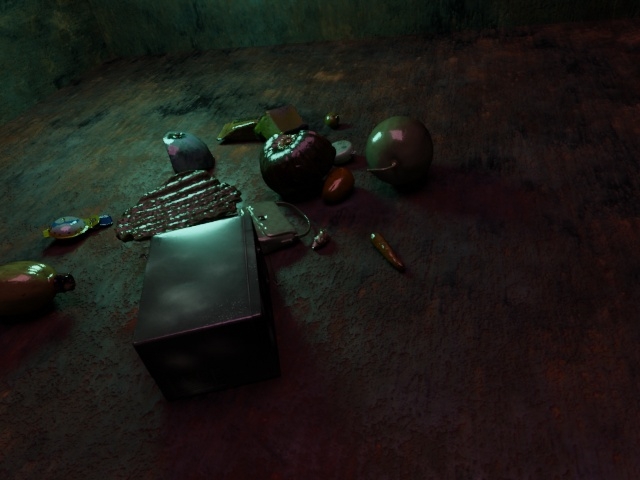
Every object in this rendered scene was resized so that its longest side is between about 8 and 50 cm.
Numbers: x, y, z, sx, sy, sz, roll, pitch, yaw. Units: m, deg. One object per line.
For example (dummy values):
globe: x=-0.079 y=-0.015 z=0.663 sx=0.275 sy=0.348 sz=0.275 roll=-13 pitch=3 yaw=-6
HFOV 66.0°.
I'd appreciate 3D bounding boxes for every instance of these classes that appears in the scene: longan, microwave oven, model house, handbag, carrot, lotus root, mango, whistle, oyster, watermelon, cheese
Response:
longan: x=0.060 y=-0.577 z=2.353 sx=0.075 sy=0.075 sz=0.083 roll=-42 pitch=13 yaw=-34
microwave oven: x=-0.307 y=0.167 z=1.356 sx=0.375 sy=0.236 sz=0.432 roll=-12 pitch=37 yaw=-2
model house: x=-0.158 y=-0.476 z=2.236 sx=0.194 sy=0.170 sz=0.211 roll=-30 pitch=83 yaw=-43
handbag: x=-0.157 y=-0.065 z=1.754 sx=0.219 sy=0.079 sz=0.256 roll=-19 pitch=40 yaw=-17
carrot: x=0.212 y=0.034 z=1.565 sx=0.047 sy=0.047 sz=0.191 roll=-20 pitch=39 yaw=-13
lotus root: x=-0.937 y=0.148 z=1.584 sx=0.310 sy=0.182 sz=0.182 roll=-8 pitch=38 yaw=-1
mango: x=0.070 y=-0.213 z=1.876 sx=0.115 sy=0.089 sz=0.165 roll=0 pitch=41 yaw=17
whistle: x=0.043 y=-0.380 z=2.119 sx=0.258 sy=0.067 sz=0.126 roll=12 pitch=48 yaw=33
oyster: x=0.000 y=0.000 z=1.682 sx=0.083 sy=0.038 sz=0.081 roll=-53 pitch=22 yaw=-8
watermelon: x=-0.594 y=-0.419 z=2.221 sx=0.188 sy=0.175 sz=0.322 roll=-20 pitch=40 yaw=-11
cheese: x=-0.950 y=-0.058 z=1.935 sx=0.250 sy=0.064 sz=0.156 roll=-15 pitch=37 yaw=-27

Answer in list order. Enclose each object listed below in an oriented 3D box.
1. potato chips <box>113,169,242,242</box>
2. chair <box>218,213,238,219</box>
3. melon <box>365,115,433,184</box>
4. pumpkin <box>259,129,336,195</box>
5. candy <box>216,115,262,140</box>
potato chips: x=-0.478 y=-0.113 z=1.638 sx=0.429 sy=0.070 sz=0.358 roll=-26 pitch=37 yaw=-24
chair: x=-0.395 y=-0.024 z=1.686 sx=0.247 sy=0.158 sz=0.172 roll=-19 pitch=35 yaw=-13
melon: x=0.298 y=-0.342 z=1.858 sx=0.272 sy=0.271 sz=0.307 roll=-9 pitch=46 yaw=2
pumpkin: x=-0.105 y=-0.274 z=1.922 sx=0.325 sy=0.242 sz=0.232 roll=4 pitch=64 yaw=46
candy: x=-0.370 y=-0.539 z=2.393 sx=0.272 sy=0.101 sz=0.143 roll=-2 pitch=44 yaw=20
